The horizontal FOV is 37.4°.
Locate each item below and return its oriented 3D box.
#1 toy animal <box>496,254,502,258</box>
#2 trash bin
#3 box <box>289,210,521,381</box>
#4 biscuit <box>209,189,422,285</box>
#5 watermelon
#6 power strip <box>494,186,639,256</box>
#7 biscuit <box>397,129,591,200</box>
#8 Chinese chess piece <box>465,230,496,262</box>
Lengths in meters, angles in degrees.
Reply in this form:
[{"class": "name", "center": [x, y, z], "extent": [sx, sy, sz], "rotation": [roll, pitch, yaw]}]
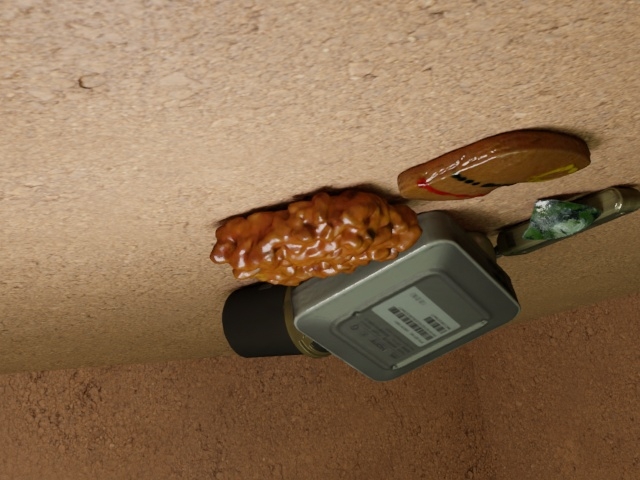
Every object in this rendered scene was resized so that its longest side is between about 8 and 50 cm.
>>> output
[{"class": "toy animal", "center": [0.357, 0.096, 2.504], "extent": [0.255, 0.176, 0.239], "rotation": [-45, 167, 2]}, {"class": "trash bin", "center": [-0.055, 0.180, 2.244], "extent": [0.334, 0.214, 0.214], "rotation": [-14, 167, 34]}, {"class": "box", "center": [0.184, 0.137, 2.024], "extent": [0.396, 0.111, 0.396], "rotation": [-31, 138, 20]}, {"class": "biscuit", "center": [0.000, 0.000, 1.711], "extent": [0.318, 0.111, 0.312], "rotation": [-17, 165, 29]}, {"class": "watermelon", "center": [0.492, -0.057, 1.938], "extent": [0.155, 0.080, 0.101], "rotation": [7, 140, 31]}, {"class": "power strip", "center": [0.521, -0.036, 2.067], "extent": [0.092, 0.066, 0.387], "rotation": [-2, 163, -38]}, {"class": "biscuit", "center": [0.294, -0.110, 1.572], "extent": [0.277, 0.052, 0.262], "rotation": [-19, 164, 37]}, {"class": "Chinese chess piece", "center": [0.281, 0.056, 2.190], "extent": [0.250, 0.101, 0.250], "rotation": [-9, 168, -2]}]
